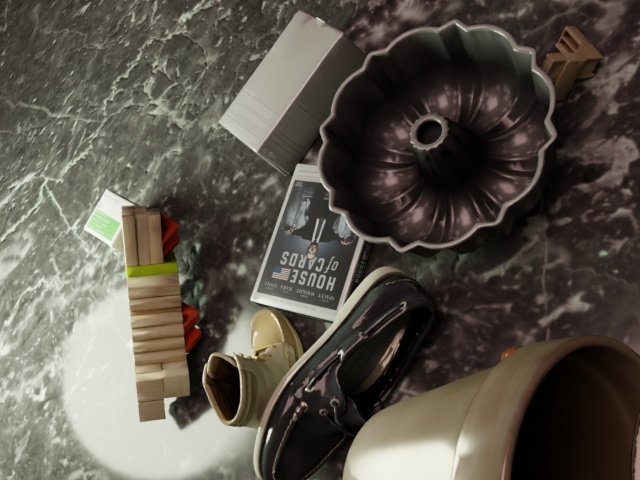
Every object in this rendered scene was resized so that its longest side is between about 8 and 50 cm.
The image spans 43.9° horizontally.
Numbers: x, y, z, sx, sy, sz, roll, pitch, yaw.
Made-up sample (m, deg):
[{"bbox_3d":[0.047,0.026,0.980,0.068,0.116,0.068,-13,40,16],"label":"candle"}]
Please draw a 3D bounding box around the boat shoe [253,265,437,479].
[{"bbox_3d":[0.041,0.197,1.045,0.340,0.127,0.113,-52,38,-6],"label":"boat shoe"}]

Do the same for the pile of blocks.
[{"bbox_3d":[-0.260,0.111,1.321,0.113,0.149,0.362,-5,82,-13],"label":"pile of blocks"}]

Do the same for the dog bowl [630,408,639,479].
[{"bbox_3d":[0.480,0.227,0.661,0.408,0.150,0.407,-13,56,20],"label":"dog bowl"}]

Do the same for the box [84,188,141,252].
[{"bbox_3d":[-0.345,-0.024,1.433,0.101,0.102,0.087,26,85,41],"label":"box"}]

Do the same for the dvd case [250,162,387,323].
[{"bbox_3d":[0.000,0.000,1.222,0.179,0.030,0.238,9,75,38],"label":"dvd case"}]

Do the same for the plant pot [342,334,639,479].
[{"bbox_3d":[0.184,0.268,0.827,0.280,0.323,0.323,-15,61,50],"label":"plant pot"}]

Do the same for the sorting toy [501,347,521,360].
[{"bbox_3d":[0.220,0.168,0.972,0.102,0.061,0.042,-33,34,-13],"label":"sorting toy"}]

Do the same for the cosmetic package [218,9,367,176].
[{"bbox_3d":[-0.043,-0.245,1.313,0.238,0.107,0.127,-50,50,4],"label":"cosmetic package"}]

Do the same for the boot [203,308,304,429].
[{"bbox_3d":[-0.095,0.175,1.126,0.077,0.165,0.213,-29,55,24],"label":"boot"}]

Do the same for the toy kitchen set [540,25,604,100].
[{"bbox_3d":[0.317,-0.239,1.076,0.068,0.083,0.075,107,147,-47],"label":"toy kitchen set"}]

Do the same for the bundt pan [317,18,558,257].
[{"bbox_3d":[0.168,-0.124,1.079,0.331,0.124,0.330,-10,68,26],"label":"bundt pan"}]
